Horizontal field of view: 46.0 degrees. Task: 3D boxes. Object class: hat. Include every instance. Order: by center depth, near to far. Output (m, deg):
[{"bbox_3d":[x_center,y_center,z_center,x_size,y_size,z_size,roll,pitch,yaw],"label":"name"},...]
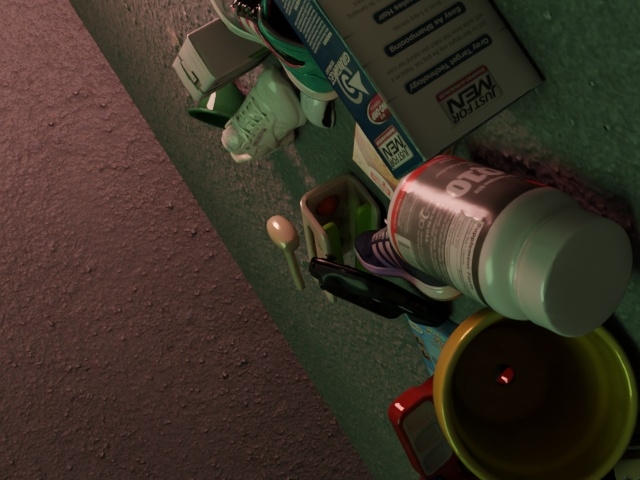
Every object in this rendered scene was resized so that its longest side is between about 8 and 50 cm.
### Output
[{"bbox_3d":[-0.206,-0.357,1.727,0.209,0.183,0.173,15,176,-9],"label":"hat"}]

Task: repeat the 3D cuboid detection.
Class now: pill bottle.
[{"bbox_3d":[0.222,0.000,0.923,0.283,0.161,0.161,31,151,56],"label":"pill bottle"}]

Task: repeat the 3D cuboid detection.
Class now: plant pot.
[{"bbox_3d":[0.279,0.204,1.068,0.254,0.254,0.239,55,-179,1],"label":"plant pot"}]

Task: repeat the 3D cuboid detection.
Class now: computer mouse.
[{"bbox_3d":[-0.010,-0.255,1.314,0.106,0.042,0.193,47,162,26],"label":"computer mouse"}]

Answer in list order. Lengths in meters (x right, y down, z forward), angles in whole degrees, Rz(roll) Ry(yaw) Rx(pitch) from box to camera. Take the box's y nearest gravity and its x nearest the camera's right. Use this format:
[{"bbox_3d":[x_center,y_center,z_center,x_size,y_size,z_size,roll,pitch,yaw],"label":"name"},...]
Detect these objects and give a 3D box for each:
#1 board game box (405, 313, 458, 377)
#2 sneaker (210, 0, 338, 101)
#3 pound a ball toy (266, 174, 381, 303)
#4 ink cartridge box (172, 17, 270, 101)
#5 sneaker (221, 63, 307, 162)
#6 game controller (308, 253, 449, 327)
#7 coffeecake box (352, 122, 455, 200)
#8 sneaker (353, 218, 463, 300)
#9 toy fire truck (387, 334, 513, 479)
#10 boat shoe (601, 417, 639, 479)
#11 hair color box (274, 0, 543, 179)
[{"bbox_3d":[0.254,0.233,1.530,0.160,0.039,0.211,33,154,54],"label":"board game box"},{"bbox_3d":[-0.072,-0.353,1.137,0.295,0.124,0.178,43,167,14],"label":"sneaker"},{"bbox_3d":[0.000,0.000,1.494,0.135,0.208,0.319,55,167,29],"label":"pound a ball toy"},{"bbox_3d":[-0.172,-0.348,1.389,0.092,0.160,0.219,58,165,-9],"label":"ink cartridge box"},{"bbox_3d":[-0.113,-0.229,1.474,0.114,0.152,0.305,55,163,9],"label":"sneaker"},{"bbox_3d":[0.112,0.094,1.363,0.167,0.067,0.319,6,168,33],"label":"game controller"},{"bbox_3d":[0.120,-0.138,1.119,0.142,0.068,0.185,49,164,19],"label":"coffeecake box"},{"bbox_3d":[0.133,-0.009,1.285,0.282,0.099,0.153,26,148,55],"label":"sneaker"},{"bbox_3d":[0.252,0.319,1.307,0.169,0.254,0.302,36,155,51],"label":"toy fire truck"},{"bbox_3d":[0.443,0.308,0.972,0.123,0.116,0.324,56,165,0],"label":"boat shoe"},{"bbox_3d":[0.066,-0.260,0.832,0.347,0.174,0.105,56,165,0],"label":"hair color box"}]
